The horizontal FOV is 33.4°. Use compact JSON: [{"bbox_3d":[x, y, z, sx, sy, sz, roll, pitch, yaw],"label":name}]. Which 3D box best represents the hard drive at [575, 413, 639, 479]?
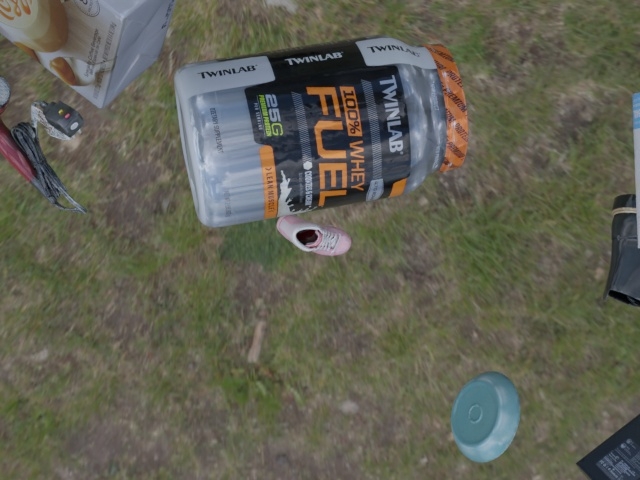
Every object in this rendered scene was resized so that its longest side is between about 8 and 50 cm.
[{"bbox_3d":[0.387,0.258,1.275,0.135,0.094,0.022,-37,126,-3],"label":"hard drive"}]

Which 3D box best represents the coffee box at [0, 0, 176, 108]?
[{"bbox_3d":[-0.257,-0.255,0.969,0.246,0.141,0.098,37,55,3],"label":"coffee box"}]

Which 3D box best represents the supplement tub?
[{"bbox_3d":[-0.001,-0.132,1.241,0.316,0.193,0.193,-11,106,-9],"label":"supplement tub"}]

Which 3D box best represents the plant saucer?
[{"bbox_3d":[0.206,0.225,1.375,0.021,0.119,0.119,19,104,-33],"label":"plant saucer"}]

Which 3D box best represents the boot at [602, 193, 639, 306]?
[{"bbox_3d":[0.449,0.035,1.332,0.198,0.077,0.137,15,76,0],"label":"boot"}]

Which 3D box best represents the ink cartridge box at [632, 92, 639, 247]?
[{"bbox_3d":[0.293,-0.045,0.805,0.092,0.090,0.143,-2,94,0],"label":"ink cartridge box"}]

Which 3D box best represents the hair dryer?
[{"bbox_3d":[-0.476,-0.150,1.562,0.294,0.080,0.223,28,137,14],"label":"hair dryer"}]

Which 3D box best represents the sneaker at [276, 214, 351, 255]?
[{"bbox_3d":[0.000,0.000,1.675,0.134,0.070,0.051,20,99,-30],"label":"sneaker"}]
